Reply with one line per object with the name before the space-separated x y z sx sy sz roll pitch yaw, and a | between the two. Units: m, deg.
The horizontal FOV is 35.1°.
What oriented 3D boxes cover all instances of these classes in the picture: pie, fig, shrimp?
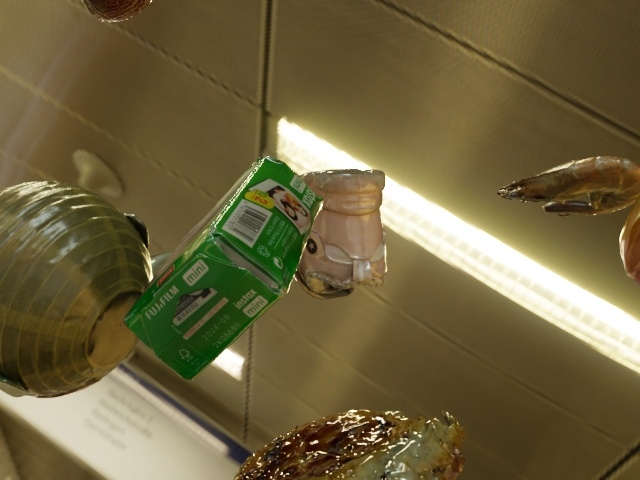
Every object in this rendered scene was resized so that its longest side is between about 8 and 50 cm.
pie | 0.008 0.246 1.008 0.308 0.308 0.085 -16 -82 57
fig | -0.301 -0.441 1.700 0.201 0.134 0.146 2 -56 10
shrimp | 0.389 -0.076 1.567 0.236 0.053 0.133 -10 -28 29

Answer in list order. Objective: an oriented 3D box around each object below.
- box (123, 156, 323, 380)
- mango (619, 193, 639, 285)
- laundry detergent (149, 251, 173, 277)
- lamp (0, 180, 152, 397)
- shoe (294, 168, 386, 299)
box | -0.099 0.022 1.114 0.103 0.250 0.180 43 -65 -8
mango | 0.453 -0.053 1.191 0.129 0.146 0.289 27 -41 10
laundry detergent | -0.357 0.099 1.661 0.280 0.215 0.105 -15 -84 19
lamp | -0.332 0.046 1.144 0.284 0.250 0.250 25 -30 22
shoe | -0.003 0.000 1.680 0.171 0.198 0.351 -2 -7 -15
